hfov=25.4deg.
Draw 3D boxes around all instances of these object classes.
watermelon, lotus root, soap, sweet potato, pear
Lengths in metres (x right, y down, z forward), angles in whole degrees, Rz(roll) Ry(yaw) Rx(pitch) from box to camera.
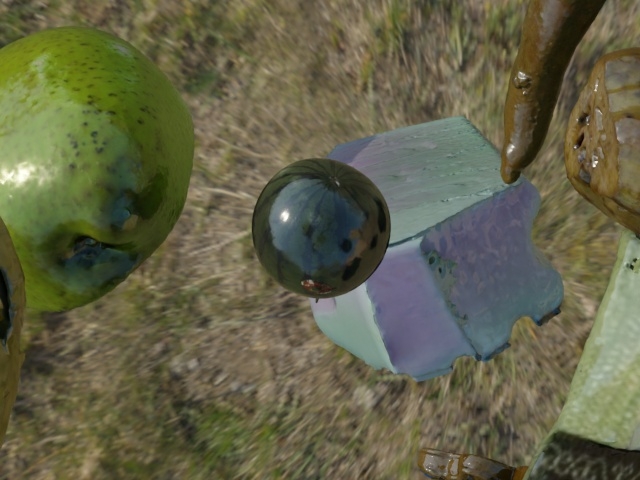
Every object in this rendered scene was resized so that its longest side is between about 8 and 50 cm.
[{"bbox_3d":[0.000,0.000,1.071,0.105,0.133,0.105,1,47,-1],"label":"watermelon"},{"bbox_3d":[0.352,-0.053,1.243,0.291,0.193,0.193,17,91,-11],"label":"lotus root"},{"bbox_3d":[0.104,-0.001,1.574,0.261,0.446,0.156,-14,108,-1],"label":"soap"},{"bbox_3d":[0.074,-0.068,0.436,0.026,0.026,0.115,22,129,6],"label":"sweet potato"},{"bbox_3d":[-0.295,-0.079,1.636,0.342,0.318,0.238,-49,128,-5],"label":"pear"}]

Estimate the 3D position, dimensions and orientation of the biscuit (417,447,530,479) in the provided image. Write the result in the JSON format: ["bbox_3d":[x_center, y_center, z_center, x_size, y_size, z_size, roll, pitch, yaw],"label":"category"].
[{"bbox_3d":[0.158,0.187,1.046,0.175,0.124,0.026,9,74,23],"label":"biscuit"}]

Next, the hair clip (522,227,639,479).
[{"bbox_3d":[0.138,-0.006,0.432,0.091,0.138,0.321,22,79,-20],"label":"hair clip"}]

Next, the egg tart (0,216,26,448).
[{"bbox_3d":[-0.243,0.056,0.540,0.115,0.290,0.290,7,90,37],"label":"egg tart"}]
